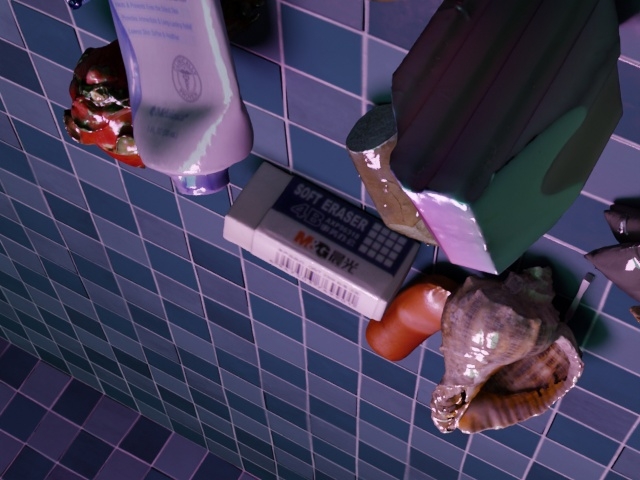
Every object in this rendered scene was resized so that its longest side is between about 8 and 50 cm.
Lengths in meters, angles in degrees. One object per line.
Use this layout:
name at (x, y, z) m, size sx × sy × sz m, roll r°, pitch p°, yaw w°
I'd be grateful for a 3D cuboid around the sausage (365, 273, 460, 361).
sausage at (0.150, 0.120, 1.744) m, size 0.089 × 0.083 × 0.300 m, roll 41°, pitch 151°, yaw 0°

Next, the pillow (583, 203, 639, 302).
pillow at (0.481, 0.030, 1.204) m, size 0.228 × 0.101 × 0.326 m, roll 38°, pitch 156°, yaw -17°

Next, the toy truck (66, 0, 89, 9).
toy truck at (-0.334, -0.377, 1.455) m, size 0.074 × 0.063 × 0.136 m, roll 46°, pitch 155°, yaw 20°

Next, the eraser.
eraser at (0.000, 0.000, 1.653) m, size 0.279 × 0.124 × 0.081 m, roll 28°, pitch 153°, yaw 9°

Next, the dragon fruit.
dragon fruit at (-0.233, -0.172, 1.534) m, size 0.198 × 0.200 × 0.269 m, roll -39°, pitch 110°, yaw 17°

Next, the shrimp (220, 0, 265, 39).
shrimp at (-0.161, -0.309, 1.377) m, size 0.294 × 0.062 × 0.154 m, roll 0°, pitch 133°, yaw 50°

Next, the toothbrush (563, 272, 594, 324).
toothbrush at (0.357, 0.097, 1.546) m, size 0.017 × 0.014 × 0.194 m, roll 30°, pitch 154°, yaw 11°

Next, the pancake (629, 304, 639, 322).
pancake at (0.466, 0.139, 1.408) m, size 0.158 × 0.028 × 0.158 m, roll 37°, pitch -168°, yaw -9°

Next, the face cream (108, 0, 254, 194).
face cream at (-0.178, -0.253, 1.328) m, size 0.235 × 0.137 × 0.420 m, roll 18°, pitch 126°, yaw 45°

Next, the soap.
soap at (0.173, -0.130, 1.009) m, size 0.193 × 0.324 × 0.109 m, roll 14°, pitch 146°, yaw 32°

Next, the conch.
conch at (0.256, 0.144, 1.570) m, size 0.210 × 0.159 × 0.291 m, roll 14°, pitch 130°, yaw -28°

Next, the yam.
yam at (0.122, -0.064, 1.440) m, size 0.106 × 0.106 × 0.259 m, roll 8°, pitch 144°, yaw 40°
